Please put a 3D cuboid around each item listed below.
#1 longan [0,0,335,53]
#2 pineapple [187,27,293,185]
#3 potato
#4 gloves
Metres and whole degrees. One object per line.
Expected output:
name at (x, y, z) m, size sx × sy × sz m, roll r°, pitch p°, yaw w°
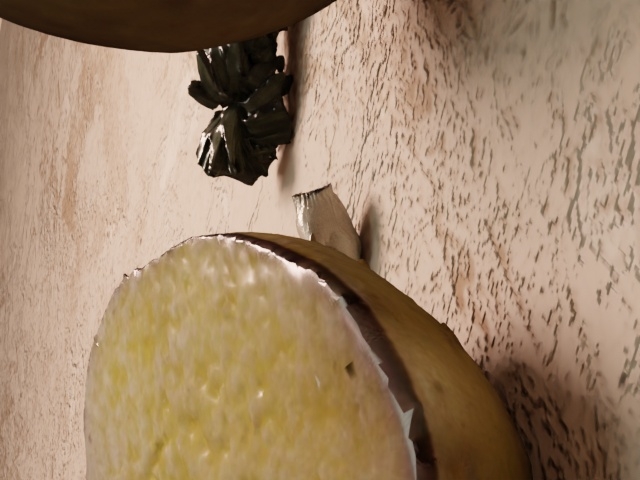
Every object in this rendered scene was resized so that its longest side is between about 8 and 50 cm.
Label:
longan at (-0.085, -0.234, 0.782) m, size 0.319 × 0.319 × 0.318 m, roll -173°, pitch 90°, yaw -73°
pineapple at (-0.049, -0.114, 1.052) m, size 0.074 × 0.074 × 0.159 m, roll 147°, pitch 124°, yaw -69°
potato at (0.004, 0.115, 0.694) m, size 0.299 × 0.116 × 0.239 m, roll -8°, pitch 81°, yaw 62°
gloves at (0.002, 0.000, 0.871) m, size 0.044 × 0.037 × 0.081 m, roll -21°, pitch -75°, yaw -68°
